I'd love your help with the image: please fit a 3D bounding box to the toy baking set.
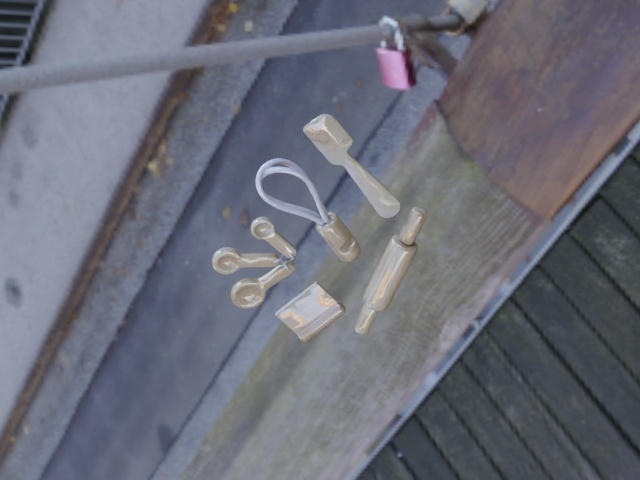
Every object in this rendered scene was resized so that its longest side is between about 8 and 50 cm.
[{"bbox_3d":[0.006,0.003,1.068,0.256,0.197,0.030,-61,26,29],"label":"toy baking set"}]
